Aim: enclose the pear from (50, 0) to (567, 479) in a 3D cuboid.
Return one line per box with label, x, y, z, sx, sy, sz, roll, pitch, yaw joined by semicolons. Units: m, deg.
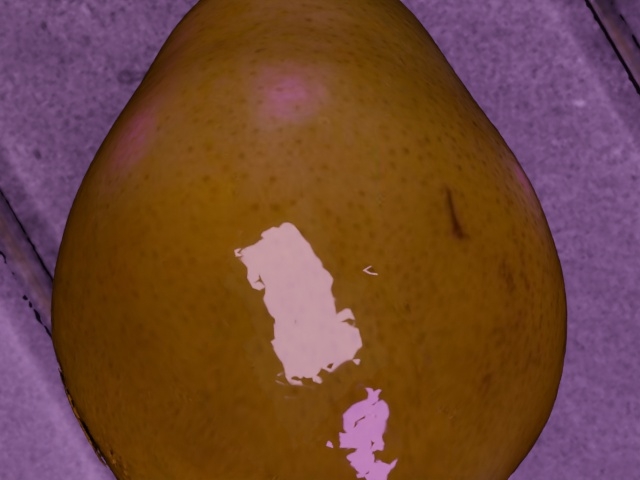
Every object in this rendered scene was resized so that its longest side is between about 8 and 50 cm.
pear;0.001;0.001;0.491;0.285;0.285;0.336;8;90;-2
